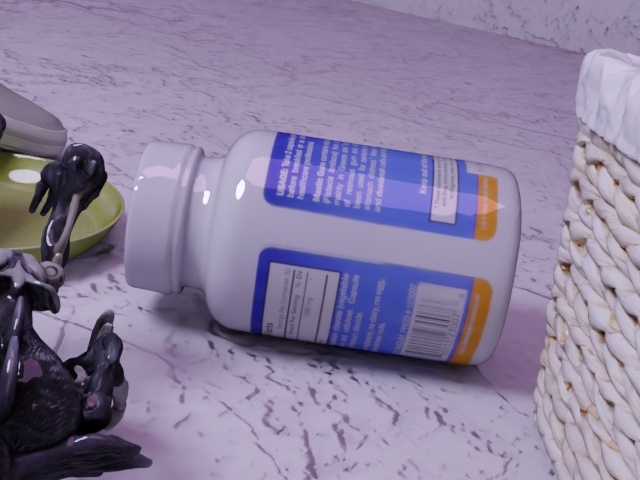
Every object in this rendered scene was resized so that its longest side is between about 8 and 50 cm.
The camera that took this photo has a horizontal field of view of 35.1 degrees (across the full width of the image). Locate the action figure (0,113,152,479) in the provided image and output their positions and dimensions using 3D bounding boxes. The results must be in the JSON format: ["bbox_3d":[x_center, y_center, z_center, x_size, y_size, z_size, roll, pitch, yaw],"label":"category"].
[{"bbox_3d":[-0.177,0.062,0.556,0.164,0.141,0.276,11,46,-18],"label":"action figure"}]

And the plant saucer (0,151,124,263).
[{"bbox_3d":[-0.289,-0.024,0.859,0.240,0.037,0.241,8,20,-3],"label":"plant saucer"}]

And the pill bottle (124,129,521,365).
[{"bbox_3d":[0.000,0.000,0.755,0.272,0.152,0.152,9,21,0],"label":"pill bottle"}]

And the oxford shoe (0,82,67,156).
[{"bbox_3d":[-0.399,-0.178,0.912,0.169,0.130,0.449,10,-8,37],"label":"oxford shoe"}]

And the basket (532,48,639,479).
[{"bbox_3d":[0.306,0.071,0.537,0.328,0.266,0.331,7,22,-5],"label":"basket"}]
